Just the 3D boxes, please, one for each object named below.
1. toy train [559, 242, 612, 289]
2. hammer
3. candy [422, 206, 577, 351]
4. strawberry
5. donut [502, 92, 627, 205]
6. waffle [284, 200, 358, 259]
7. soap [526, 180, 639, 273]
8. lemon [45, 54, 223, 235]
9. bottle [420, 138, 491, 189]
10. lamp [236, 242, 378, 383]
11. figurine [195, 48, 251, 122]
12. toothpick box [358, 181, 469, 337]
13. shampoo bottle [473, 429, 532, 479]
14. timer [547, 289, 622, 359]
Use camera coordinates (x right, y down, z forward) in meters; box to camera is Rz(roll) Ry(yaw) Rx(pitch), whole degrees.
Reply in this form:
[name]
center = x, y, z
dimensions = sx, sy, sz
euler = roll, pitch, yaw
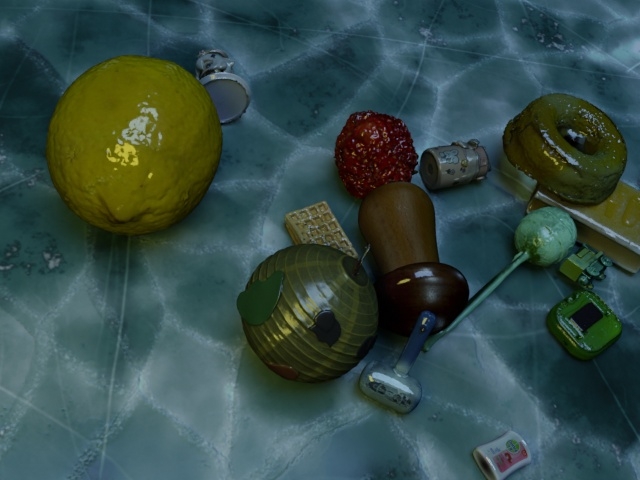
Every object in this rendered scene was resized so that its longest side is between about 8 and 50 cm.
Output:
[toy train]
center = 0.555, 0.055, 1.794
dimensions = 0.081, 0.050, 0.122
euler = 38, 40, 22
[hammer]
center = 0.151, 0.208, 1.526
dimensions = 0.116, 0.194, 0.069
euler = 26, 17, 3
[candy]
center = 0.351, 0.080, 1.719
dimensions = 0.440, 0.119, 0.119
euler = -38, 74, -22
[strawberry]
center = 0.111, -0.184, 1.754
dimensions = 0.184, 0.201, 0.187
euler = 32, 74, 28
[donut]
center = 0.532, -0.206, 1.829
dimensions = 0.272, 0.107, 0.272
euler = 8, 55, -11
[waffle]
center = 0.001, 0.000, 1.695
dimensions = 0.102, 0.042, 0.148
euler = -19, 65, -24
[soap]
center = 0.599, -0.068, 1.867
dimensions = 0.274, 0.089, 0.173
euler = 29, 55, 6
[lemon]
center = -0.337, -0.174, 1.565
dimensions = 0.336, 0.336, 0.336
euler = 7, 57, -10
[bottle]
center = 0.298, -0.166, 1.846
dimensions = 0.152, 0.099, 0.099
euler = -11, 62, -19
[lamp]
center = 0.001, 0.109, 1.487
dimensions = 0.250, 0.284, 0.250
euler = 36, 26, -20
[figurine]
center = -0.219, -0.339, 1.821
dimensions = 0.132, 0.132, 0.154
euler = -2, 46, -16
[toothpick box]
center = 0.165, 0.039, 1.630
dimensions = 0.192, 0.192, 0.294
euler = 0, 53, -15
[shampoo bottle]
center = 0.331, 0.383, 1.538
dimensions = 0.099, 0.043, 0.072
euler = -21, 66, -25
[timer]
center = 0.531, 0.166, 1.725
dimensions = 0.140, 0.047, 0.128
euler = -27, 68, -29
